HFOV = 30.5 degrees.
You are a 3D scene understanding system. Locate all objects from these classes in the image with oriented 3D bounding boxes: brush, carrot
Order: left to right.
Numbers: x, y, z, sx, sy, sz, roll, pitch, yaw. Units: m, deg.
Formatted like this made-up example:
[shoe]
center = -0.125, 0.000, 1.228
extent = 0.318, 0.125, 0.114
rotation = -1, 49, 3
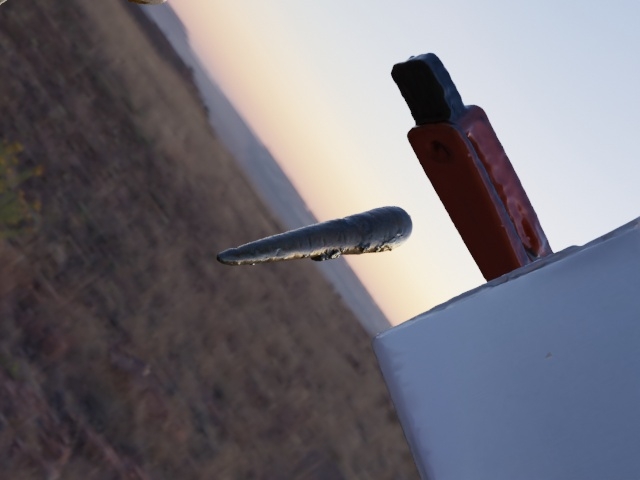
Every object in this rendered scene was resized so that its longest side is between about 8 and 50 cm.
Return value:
[carrot]
center = 0.000, 0.000, 1.149
extent = 0.254, 0.049, 0.049
rotation = -10, 54, -41
[brush]
center = 0.150, -0.017, 1.016
extent = 0.070, 0.051, 0.323
rotation = -9, -61, 52

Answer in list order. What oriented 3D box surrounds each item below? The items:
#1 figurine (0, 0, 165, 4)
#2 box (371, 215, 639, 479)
[figurine]
center = -0.166, -0.194, 0.653
extent = 0.246, 0.156, 0.131
rotation = 10, -7, -37
[box]
center = 0.130, 0.161, 0.377
extent = 0.274, 0.116, 0.203
rotation = -109, 172, -47
